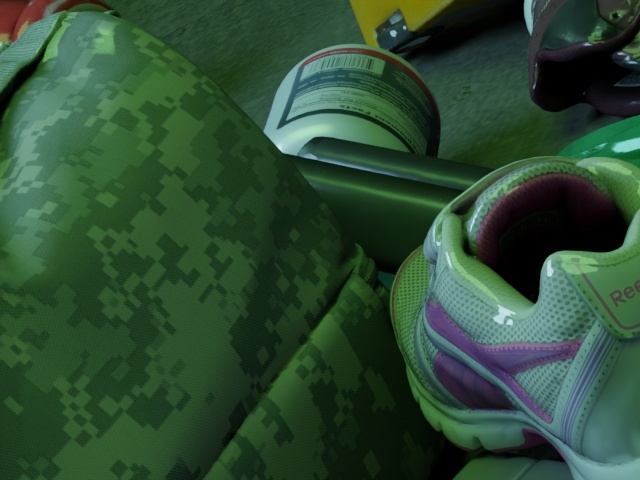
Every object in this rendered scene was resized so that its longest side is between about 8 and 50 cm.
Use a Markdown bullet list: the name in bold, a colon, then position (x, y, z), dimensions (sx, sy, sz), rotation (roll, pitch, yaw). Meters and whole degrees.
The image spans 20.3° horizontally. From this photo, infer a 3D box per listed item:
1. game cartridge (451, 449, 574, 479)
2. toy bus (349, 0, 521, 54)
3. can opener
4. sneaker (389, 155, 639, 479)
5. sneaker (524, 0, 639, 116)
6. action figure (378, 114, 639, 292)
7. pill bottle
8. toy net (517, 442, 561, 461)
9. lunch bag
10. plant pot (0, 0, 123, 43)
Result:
- **game cartridge**: position (0.016, 0.206, 0.540), dimensions (0.355, 0.068, 0.230), rotation (-42, 18, -25)
- **toy bus**: position (0.121, -0.229, 1.226), dimensions (0.130, 0.108, 0.333), rotation (-21, -4, -23)
- **can opener**: position (0.000, 0.000, 0.884), dimensions (0.283, 0.095, 0.076), rotation (14, 23, 40)
- **sneaker**: position (0.087, 0.017, 0.648), dimensions (0.103, 0.111, 0.252), rotation (-28, 16, -14)
- **sneaker**: position (0.232, -0.148, 1.012), dimensions (0.281, 0.106, 0.162), rotation (-32, 22, 33)
- **action figure**: position (0.135, -0.016, 0.874), dimensions (0.232, 0.063, 0.137), rotation (-16, 23, 46)
- **pill bottle**: position (0.012, -0.034, 1.034), dimensions (0.108, 0.108, 0.180), rotation (-25, 21, 19)
- **toy net**: position (0.184, 0.032, 0.723), dimensions (0.232, 0.045, 0.122), rotation (-38, 22, -11)
- **lunch bag**: position (-0.115, 0.072, 0.753), dimensions (0.213, 0.256, 0.305), rotation (-13, 27, 41)
- **plant pot**: position (-0.249, -0.111, 1.495), dimensions (0.174, 0.191, 0.191), rotation (-9, 29, 32)
